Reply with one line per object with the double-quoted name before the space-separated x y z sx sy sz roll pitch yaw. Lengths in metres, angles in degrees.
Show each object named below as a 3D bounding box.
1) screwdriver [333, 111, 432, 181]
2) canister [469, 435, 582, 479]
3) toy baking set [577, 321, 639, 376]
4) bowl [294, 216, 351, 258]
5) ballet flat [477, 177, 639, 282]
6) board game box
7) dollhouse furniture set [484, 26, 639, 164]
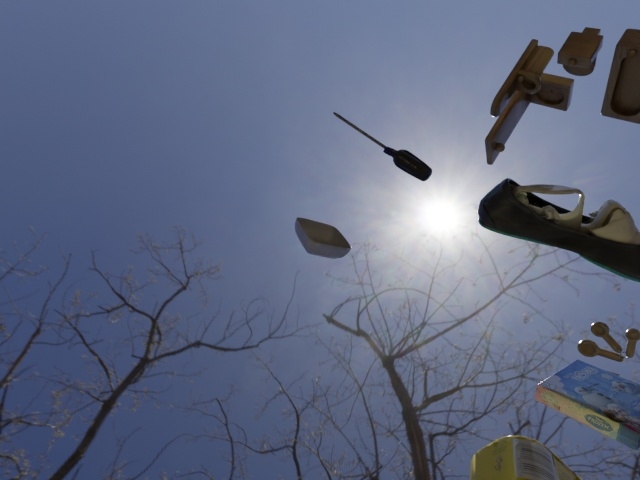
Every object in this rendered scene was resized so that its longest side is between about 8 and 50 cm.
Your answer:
"screwdriver" 0.073 -0.123 0.582 0.024 0.025 0.170 -23 -132 -39
"canister" 0.139 0.214 0.258 0.126 0.073 0.170 45 -155 3
"toy baking set" 0.597 0.230 0.814 0.030 0.256 0.196 -32 -81 -48
"bowl" 0.000 0.000 1.225 0.142 0.053 0.142 12 -157 -29
"ballet flat" 0.272 -0.016 0.473 0.203 0.074 0.074 20 -119 6
"board game box" 0.275 0.154 0.440 0.090 0.019 0.090 -9 -162 -38
"dollhouse furniture set" 0.294 -0.156 0.536 0.151 0.144 0.123 28 -101 32
